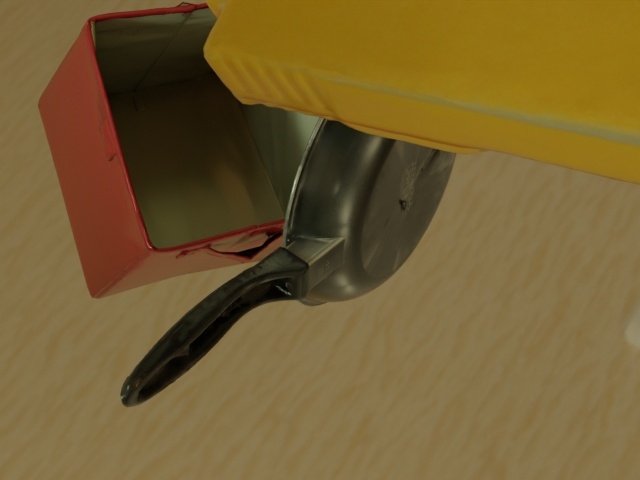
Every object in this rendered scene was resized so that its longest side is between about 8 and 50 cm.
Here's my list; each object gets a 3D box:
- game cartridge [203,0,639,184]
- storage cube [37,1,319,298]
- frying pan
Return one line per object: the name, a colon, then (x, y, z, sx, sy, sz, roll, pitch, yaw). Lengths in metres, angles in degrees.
game cartridge: (0.135, -0.152, 0.506, 0.324, 0.285, 0.052, 16, 160, 35)
storage cube: (-0.108, -0.072, 1.101, 0.193, 0.184, 0.215, -30, 75, 63)
frying pan: (0.008, -0.027, 0.819, 0.053, 0.326, 0.197, 24, 115, 22)
